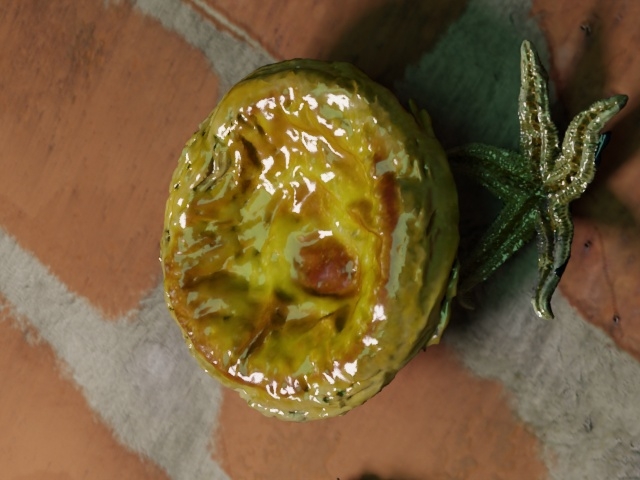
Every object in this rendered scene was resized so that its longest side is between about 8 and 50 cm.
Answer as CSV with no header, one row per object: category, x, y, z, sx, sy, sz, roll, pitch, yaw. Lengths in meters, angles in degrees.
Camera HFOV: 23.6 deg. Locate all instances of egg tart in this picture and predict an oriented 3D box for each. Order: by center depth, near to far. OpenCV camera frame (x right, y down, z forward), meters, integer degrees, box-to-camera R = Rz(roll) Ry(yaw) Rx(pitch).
egg tart,0.000,0.000,1.209,0.294,0.116,0.295,-1,88,39

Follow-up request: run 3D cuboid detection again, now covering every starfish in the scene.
starfish,0.141,-0.042,1.132,0.176,0.053,0.208,30,107,45

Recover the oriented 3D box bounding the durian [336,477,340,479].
durian,0.018,0.285,1.215,0.148,0.091,0.188,-18,82,38
